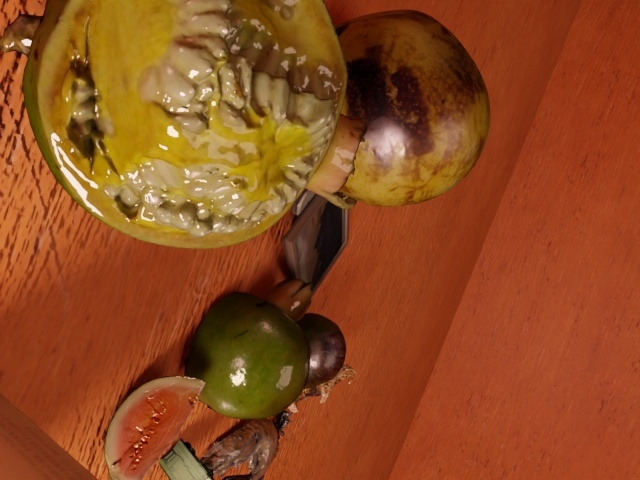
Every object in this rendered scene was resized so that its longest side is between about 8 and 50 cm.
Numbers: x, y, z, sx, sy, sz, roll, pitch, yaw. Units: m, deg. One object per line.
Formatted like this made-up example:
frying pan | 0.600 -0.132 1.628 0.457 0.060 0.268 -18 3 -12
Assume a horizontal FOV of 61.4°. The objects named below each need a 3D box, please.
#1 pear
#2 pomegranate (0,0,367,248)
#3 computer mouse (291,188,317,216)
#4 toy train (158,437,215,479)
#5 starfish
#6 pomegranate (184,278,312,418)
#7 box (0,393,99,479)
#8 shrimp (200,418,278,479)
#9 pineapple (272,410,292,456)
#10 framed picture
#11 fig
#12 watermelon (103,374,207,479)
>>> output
pear | 0.101 -0.187 0.771 0.283 0.283 0.284 -44 147 -40
pomegranate | -0.082 -0.115 0.476 0.340 0.260 0.261 22 91 -41
computer mouse | -0.026 -0.062 0.905 0.056 0.032 0.110 -61 162 -4
toy train | -0.206 0.355 0.833 0.056 0.093 0.038 -40 148 -19
starfish | -0.010 0.309 1.148 0.238 0.216 0.071 -4 77 -37
pomegranate | -0.083 0.179 0.849 0.241 0.159 0.190 -32 139 -58
box | -0.278 0.253 0.416 0.106 0.251 0.203 18 96 -62
shrimp | -0.154 0.414 1.003 0.223 0.047 0.126 -13 100 -52
pineapple | -0.102 0.409 1.143 0.124 0.058 0.058 -60 158 -48
framed picture | 0.001 0.000 0.986 0.192 0.018 0.265 -55 160 -25
fig | -0.013 0.225 1.073 0.149 0.149 0.245 -63 166 -8
watermelon | -0.234 0.234 0.706 0.069 0.086 0.163 48 62 -29
